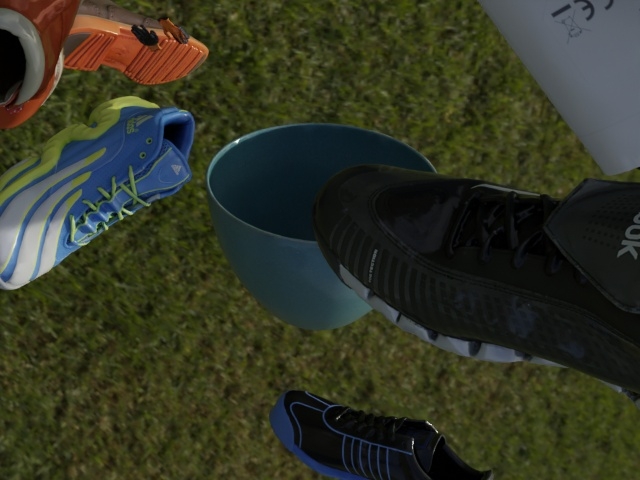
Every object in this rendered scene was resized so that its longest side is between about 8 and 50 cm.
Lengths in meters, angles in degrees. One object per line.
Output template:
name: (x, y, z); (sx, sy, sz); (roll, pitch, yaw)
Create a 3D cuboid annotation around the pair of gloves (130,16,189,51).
pair of gloves: (-0.253, -0.326, 1.409); (0.074, 0.083, 0.010); (43, 45, -60)

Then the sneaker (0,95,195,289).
sneaker: (-0.194, -0.053, 0.787); (0.091, 0.126, 0.240); (62, 42, -35)

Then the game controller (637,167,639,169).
game controller: (0.394, -0.103, 0.909); (0.319, 0.166, 0.067); (-45, 157, -62)

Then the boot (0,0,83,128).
boot: (-0.169, -0.093, 0.473); (0.059, 0.158, 0.084); (22, 56, -18)

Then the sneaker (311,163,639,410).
sneaker: (0.102, 0.011, 0.337); (0.078, 0.234, 0.106); (-53, 159, -27)

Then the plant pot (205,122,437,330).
plant pot: (0.000, 0.000, 1.156); (0.290, 0.290, 0.195); (-24, 132, -33)

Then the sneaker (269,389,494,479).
sneaker: (0.061, 0.201, 0.879); (0.081, 0.232, 0.090); (-39, 156, -58)

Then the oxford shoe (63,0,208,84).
oxford shoe: (-0.345, -0.373, 1.590); (0.130, 0.132, 0.364); (-40, 158, 27)

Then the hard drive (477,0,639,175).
hard drive: (0.135, -0.192, 0.401); (0.318, 0.210, 0.040); (49, 47, -16)
